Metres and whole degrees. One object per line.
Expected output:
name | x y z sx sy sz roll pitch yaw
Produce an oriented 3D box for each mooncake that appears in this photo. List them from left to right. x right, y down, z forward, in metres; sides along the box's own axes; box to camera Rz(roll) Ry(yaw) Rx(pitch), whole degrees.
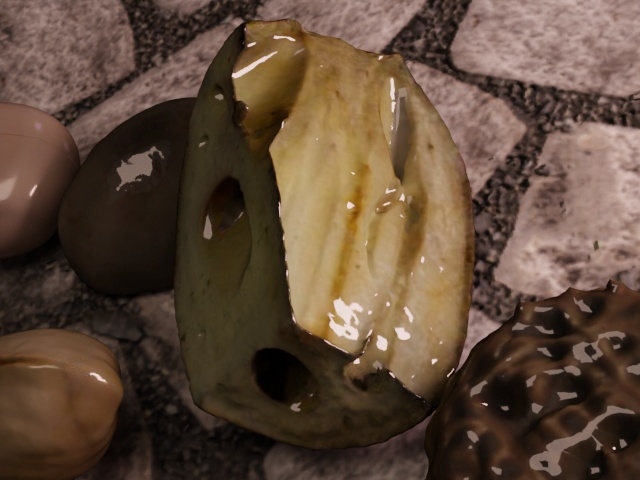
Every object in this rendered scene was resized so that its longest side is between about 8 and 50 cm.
mooncake | 0.178 0.134 1.002 0.228 0.124 0.228 -11 54 15

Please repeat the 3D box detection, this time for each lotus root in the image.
lotus root | -0.004 0.002 1.162 0.210 0.142 0.314 19 53 -20

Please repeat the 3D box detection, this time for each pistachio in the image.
pistachio | -0.223 0.123 1.158 0.185 0.124 0.124 -8 54 18

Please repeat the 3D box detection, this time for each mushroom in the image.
mushroom | -0.132 -0.049 1.263 0.141 0.117 0.188 37 70 24

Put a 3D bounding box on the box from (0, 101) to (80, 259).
box | -0.302 -0.051 1.331 0.200 0.088 0.146 0 57 20
